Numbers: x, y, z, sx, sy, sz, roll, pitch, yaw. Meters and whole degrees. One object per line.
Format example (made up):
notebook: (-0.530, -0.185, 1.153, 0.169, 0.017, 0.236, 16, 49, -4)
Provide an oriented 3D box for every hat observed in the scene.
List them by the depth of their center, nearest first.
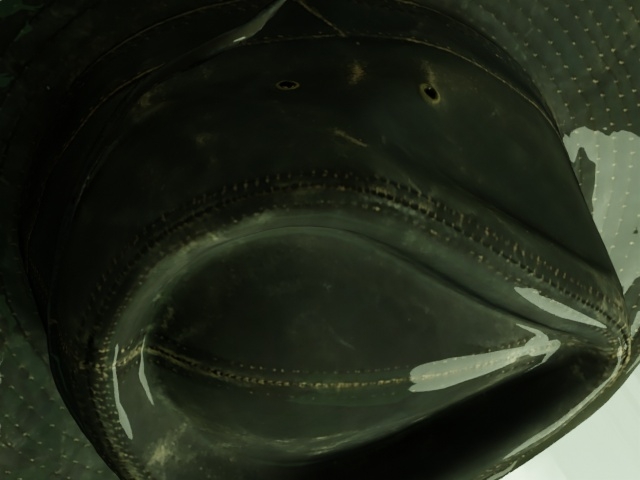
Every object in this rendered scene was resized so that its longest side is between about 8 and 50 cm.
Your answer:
hat: (0.010, 0.011, 0.579, 0.331, 0.134, 0.331, -8, 116, -16)

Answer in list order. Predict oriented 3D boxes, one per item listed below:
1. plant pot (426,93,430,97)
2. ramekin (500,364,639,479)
plant pot: (0.000, 0.000, 0.731, 0.165, 0.167, 0.167, -30, 160, 5)
ramekin: (0.043, 0.096, 0.865, 0.277, 0.277, 0.135, -26, 116, 14)
